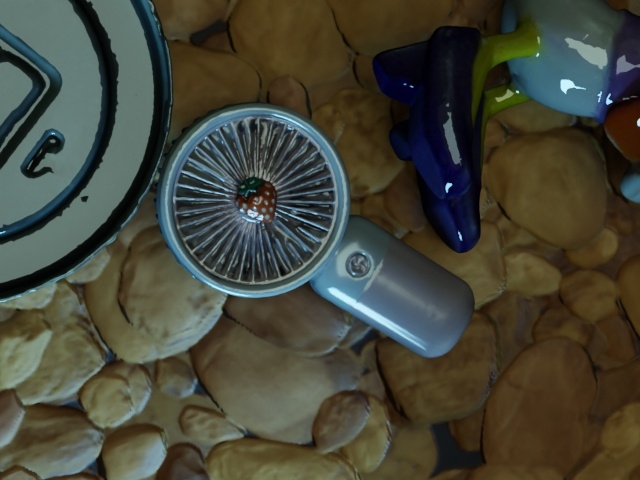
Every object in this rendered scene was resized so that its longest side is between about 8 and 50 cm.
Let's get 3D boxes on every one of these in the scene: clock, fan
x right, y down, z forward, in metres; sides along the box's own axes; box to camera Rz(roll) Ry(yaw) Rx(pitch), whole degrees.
[{"bbox_3d":[-0.234,-0.098,1.120,0.281,0.055,0.280,-1,95,-14],"label":"clock"},{"bbox_3d":[0.000,0.000,1.177,0.244,0.074,0.130,31,87,-15],"label":"fan"}]

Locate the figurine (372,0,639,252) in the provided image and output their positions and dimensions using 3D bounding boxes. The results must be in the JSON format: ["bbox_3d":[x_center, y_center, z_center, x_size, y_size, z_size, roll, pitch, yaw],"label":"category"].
[{"bbox_3d":[0.241,-0.130,1.193,0.421,0.154,0.193,-9,63,-5],"label":"figurine"}]
